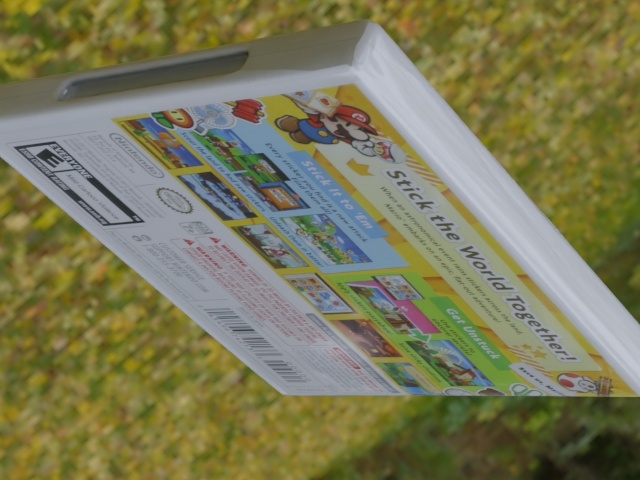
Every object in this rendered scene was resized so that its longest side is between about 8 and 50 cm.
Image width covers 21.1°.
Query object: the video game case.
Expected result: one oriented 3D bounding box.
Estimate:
[{"bbox_3d":[0.000,0.000,0.703,0.206,0.227,0.026,-4,-126,40],"label":"video game case"}]
